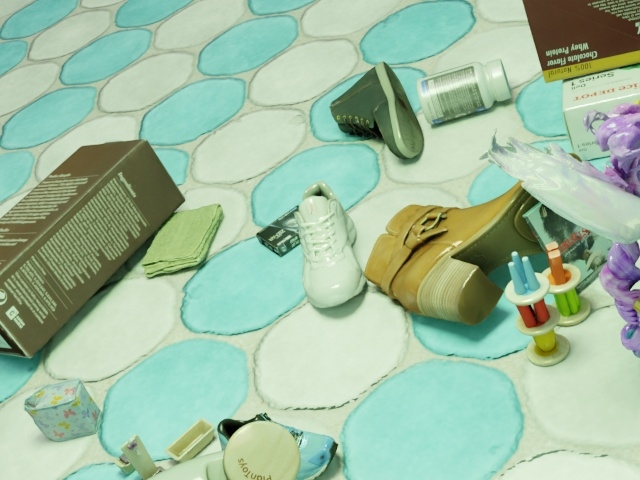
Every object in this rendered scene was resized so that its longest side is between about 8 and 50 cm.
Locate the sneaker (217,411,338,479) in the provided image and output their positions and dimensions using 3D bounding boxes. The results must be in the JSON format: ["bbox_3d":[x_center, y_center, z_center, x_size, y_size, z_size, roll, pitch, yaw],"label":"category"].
[{"bbox_3d":[-0.057,0.240,1.408,0.162,0.073,0.063,-2,39,29],"label":"sneaker"}]

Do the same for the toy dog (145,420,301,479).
[{"bbox_3d":[-0.153,0.327,1.281,0.334,0.220,0.161,-27,72,4],"label":"toy dog"}]

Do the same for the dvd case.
[{"bbox_3d":[0.312,-0.006,1.484,0.087,0.119,0.013,-37,13,-20],"label":"dvd case"}]

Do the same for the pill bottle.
[{"bbox_3d":[0.227,-0.237,1.889,0.137,0.078,0.078,-15,35,14],"label":"pill bottle"}]

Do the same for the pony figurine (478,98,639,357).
[{"bbox_3d":[0.367,-0.062,1.281,0.363,0.351,0.303,-53,-6,12],"label":"pony figurine"}]

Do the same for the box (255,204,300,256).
[{"bbox_3d":[-0.047,-0.015,1.804,0.083,0.018,0.067,-35,34,-16],"label":"box"}]

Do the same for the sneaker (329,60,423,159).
[{"bbox_3d":[0.088,-0.182,1.919,0.118,0.083,0.222,-34,37,19],"label":"sneaker"}]

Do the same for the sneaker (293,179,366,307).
[{"bbox_3d":[0.000,0.000,1.666,0.090,0.115,0.232,-20,34,6],"label":"sneaker"}]

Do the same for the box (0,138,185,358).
[{"bbox_3d":[-0.413,0.006,1.877,0.191,0.143,0.381,0,41,47],"label":"box"}]

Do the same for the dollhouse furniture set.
[{"bbox_3d":[-0.201,0.240,1.489,0.114,0.081,0.091,-40,37,-23],"label":"dollhouse furniture set"}]

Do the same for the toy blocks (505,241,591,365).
[{"bbox_3d":[0.263,0.053,1.401,0.054,0.148,0.123,5,44,36],"label":"toy blocks"}]

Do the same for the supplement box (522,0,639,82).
[{"bbox_3d":[0.385,-0.351,1.672,0.191,0.194,0.129,-11,35,20],"label":"supplement box"}]

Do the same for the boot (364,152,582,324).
[{"bbox_3d":[0.199,-0.017,1.571,0.283,0.109,0.220,-53,32,-11],"label":"boot"}]

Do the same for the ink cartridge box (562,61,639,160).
[{"bbox_3d":[0.435,-0.225,1.729,0.160,0.092,0.219,-12,35,19],"label":"ink cartridge box"}]

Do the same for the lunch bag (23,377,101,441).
[{"bbox_3d":[-0.348,0.228,1.607,0.083,0.071,0.053,-17,35,12],"label":"lunch bag"}]

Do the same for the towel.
[{"bbox_3d":[-0.215,-0.001,1.883,0.110,0.027,0.148,-10,37,22],"label":"towel"}]
